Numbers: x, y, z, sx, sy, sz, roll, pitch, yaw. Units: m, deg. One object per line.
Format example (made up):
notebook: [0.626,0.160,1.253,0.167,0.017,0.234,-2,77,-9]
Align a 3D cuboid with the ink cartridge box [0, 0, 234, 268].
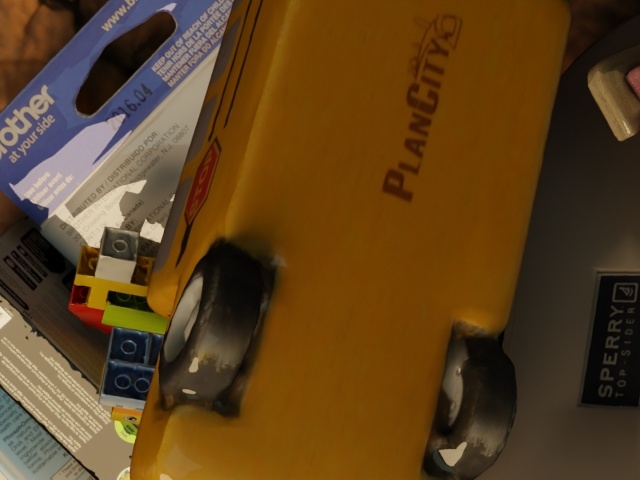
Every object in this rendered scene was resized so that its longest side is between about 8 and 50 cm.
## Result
ink cartridge box: [0.000,0.000,0.550,0.186,0.065,0.311,-43,103,13]

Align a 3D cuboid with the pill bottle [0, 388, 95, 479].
pill bottle: [-0.168,0.096,0.570,0.087,0.087,0.160,-35,101,11]

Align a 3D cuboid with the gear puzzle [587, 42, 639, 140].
gear puzzle: [0.264,-0.050,0.432,0.339,0.044,0.175,-25,84,-31]

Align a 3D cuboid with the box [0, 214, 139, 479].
box: [-0.094,0.079,0.549,0.036,0.114,0.207,-41,100,13]

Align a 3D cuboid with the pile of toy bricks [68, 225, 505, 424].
pile of toy bricks: [-0.015,0.076,0.503,0.212,0.118,0.105,11,146,-13]

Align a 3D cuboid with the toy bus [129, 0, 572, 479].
toy bus: [0.018,-0.058,0.413,0.108,0.130,0.332,20,74,-18]

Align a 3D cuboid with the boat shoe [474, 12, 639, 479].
boat shoe: [0.149,0.054,0.476,0.127,0.340,0.158,5,142,30]
